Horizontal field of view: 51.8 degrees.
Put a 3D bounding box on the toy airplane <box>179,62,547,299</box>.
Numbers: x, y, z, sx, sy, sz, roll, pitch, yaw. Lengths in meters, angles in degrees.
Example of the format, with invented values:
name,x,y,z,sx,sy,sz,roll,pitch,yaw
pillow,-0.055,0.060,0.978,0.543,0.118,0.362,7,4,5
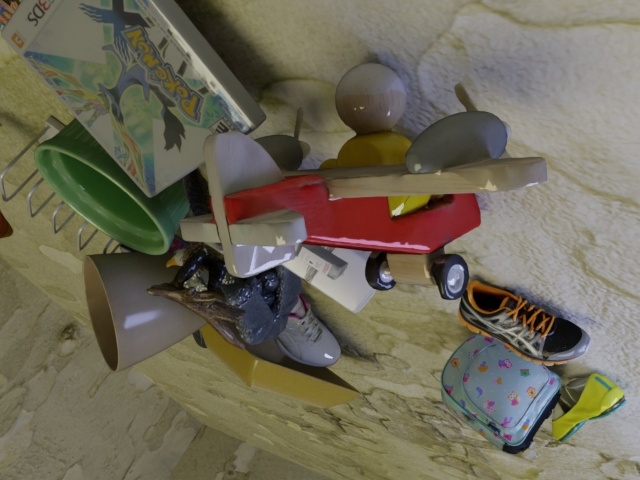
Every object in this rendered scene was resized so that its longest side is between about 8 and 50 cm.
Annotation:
name,x,y,z,sx,sy,sz,roll,pitch,yaw
toy airplane,0.027,-0.080,0.773,0.386,0.272,0.384,7,178,3

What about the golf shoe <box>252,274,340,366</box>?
name,x,y,z,sx,sy,sz,roll,pitch,yaw
golf shoe,-0.059,0.188,1.514,0.306,0.115,0.140,40,150,-17

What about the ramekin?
name,x,y,z,sx,sy,sz,roll,pitch,yaw
ramekin,-0.381,-0.123,1.283,0.303,0.148,0.303,26,153,14

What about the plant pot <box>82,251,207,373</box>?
name,x,y,z,sx,sy,sz,roll,pitch,yaw
plant pot,-0.351,0.126,1.455,0.256,0.274,0.256,33,130,51

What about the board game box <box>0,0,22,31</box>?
name,x,y,z,sx,sy,sz,roll,pitch,yaw
board game box,-0.507,-0.414,1.033,0.160,0.047,0.210,44,152,-21

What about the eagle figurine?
name,x,y,z,sx,sy,sz,roll,pitch,yaw
eagle figurine,-0.176,-0.007,1.106,0.225,0.298,0.226,7,142,13

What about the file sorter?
name,x,y,z,sx,sy,sz,roll,pitch,yaw
file sorter,-0.543,-0.096,1.481,0.278,0.173,0.193,36,154,-8

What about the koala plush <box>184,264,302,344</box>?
name,x,y,z,sx,sy,sz,roll,pitch,yaw
koala plush,-0.171,0.089,1.356,0.221,0.196,0.203,29,143,29

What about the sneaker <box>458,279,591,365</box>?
name,x,y,z,sx,sy,sz,roll,pitch,yaw
sneaker,0.312,0.126,1.033,0.215,0.084,0.083,17,145,30

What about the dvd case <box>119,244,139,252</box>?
name,x,y,z,sx,sy,sz,roll,pitch,yaw
dvd case,-0.446,0.100,1.872,0.239,0.029,0.179,25,153,14

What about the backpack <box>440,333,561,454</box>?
name,x,y,z,sx,sy,sz,roll,pitch,yaw
backpack,0.308,0.260,1.171,0.188,0.166,0.144,30,163,34

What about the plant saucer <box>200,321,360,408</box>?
name,x,y,z,sx,sy,sz,roll,pitch,yaw
plant saucer,-0.120,0.300,1.602,0.333,0.081,0.333,28,178,-36

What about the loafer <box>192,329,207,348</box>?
name,x,y,z,sx,sy,sz,roll,pitch,yaw
loafer,-0.255,0.254,1.890,0.302,0.095,0.109,-8,103,47

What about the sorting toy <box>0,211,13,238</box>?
name,x,y,z,sx,sy,sz,roll,pitch,yaw
sorting toy,-0.770,-0.148,1.531,0.127,0.365,0.126,-17,160,11

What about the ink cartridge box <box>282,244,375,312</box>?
name,x,y,z,sx,sy,sz,roll,pitch,yaw
ink cartridge box,0.000,0.000,1.057,0.218,0.158,0.092,36,110,-5

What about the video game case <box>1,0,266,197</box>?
name,x,y,z,sx,sy,sz,roll,pitch,yaw
video game case,-0.274,-0.236,0.932,0.300,0.036,0.329,-22,115,44

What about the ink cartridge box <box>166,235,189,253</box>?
name,x,y,z,sx,sy,sz,roll,pitch,yaw
ink cartridge box,-0.276,0.107,1.668,0.311,0.065,0.186,28,154,6

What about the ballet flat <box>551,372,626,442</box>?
name,x,y,z,sx,sy,sz,roll,pitch,yaw
ballet flat,0.462,0.295,1.184,0.077,0.077,0.231,47,156,19
